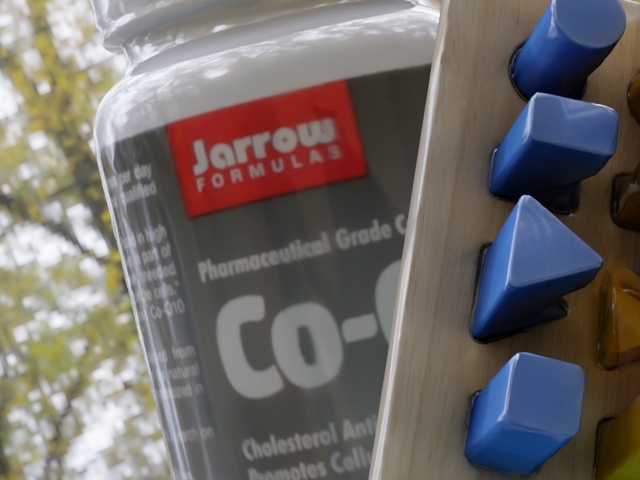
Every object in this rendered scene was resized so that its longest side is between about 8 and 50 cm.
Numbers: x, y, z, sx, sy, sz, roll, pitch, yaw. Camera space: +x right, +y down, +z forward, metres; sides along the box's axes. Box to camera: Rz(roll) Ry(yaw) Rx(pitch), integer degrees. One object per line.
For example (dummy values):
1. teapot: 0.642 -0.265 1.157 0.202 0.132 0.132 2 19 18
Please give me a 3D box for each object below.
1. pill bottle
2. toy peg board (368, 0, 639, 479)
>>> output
1. pill bottle: 0.000 0.000 0.765 0.161 0.283 0.161 -14 0 0
2. toy peg board: 0.108 0.002 0.485 0.161 0.161 0.079 13 -24 -7
